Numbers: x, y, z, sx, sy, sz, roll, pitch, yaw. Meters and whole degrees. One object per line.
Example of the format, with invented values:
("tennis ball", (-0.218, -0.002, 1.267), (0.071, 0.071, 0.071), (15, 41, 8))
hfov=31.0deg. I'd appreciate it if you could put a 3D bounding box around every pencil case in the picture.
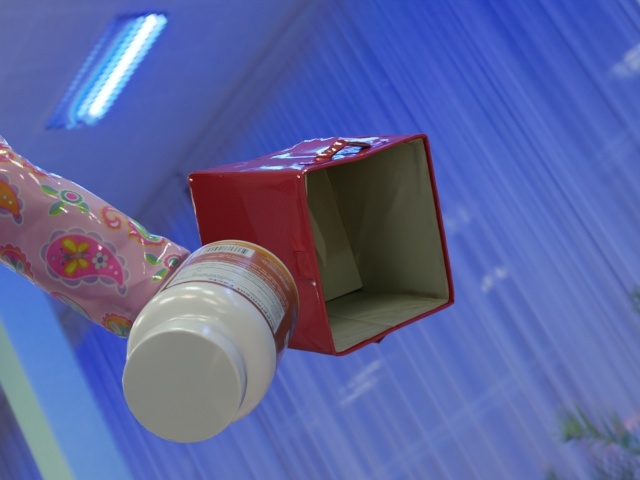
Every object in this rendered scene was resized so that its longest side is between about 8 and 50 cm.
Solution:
("pencil case", (-0.274, -0.001, 1.261), (0.124, 0.284, 0.124), (-59, -5, -8))

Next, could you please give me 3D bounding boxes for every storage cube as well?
("storage cube", (0.000, 0.000, 1.223), (0.183, 0.215, 0.193), (-21, 16, -39))

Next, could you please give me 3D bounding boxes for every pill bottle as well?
("pill bottle", (-0.090, 0.082, 0.958), (0.121, 0.121, 0.216), (-34, 8, 14))
